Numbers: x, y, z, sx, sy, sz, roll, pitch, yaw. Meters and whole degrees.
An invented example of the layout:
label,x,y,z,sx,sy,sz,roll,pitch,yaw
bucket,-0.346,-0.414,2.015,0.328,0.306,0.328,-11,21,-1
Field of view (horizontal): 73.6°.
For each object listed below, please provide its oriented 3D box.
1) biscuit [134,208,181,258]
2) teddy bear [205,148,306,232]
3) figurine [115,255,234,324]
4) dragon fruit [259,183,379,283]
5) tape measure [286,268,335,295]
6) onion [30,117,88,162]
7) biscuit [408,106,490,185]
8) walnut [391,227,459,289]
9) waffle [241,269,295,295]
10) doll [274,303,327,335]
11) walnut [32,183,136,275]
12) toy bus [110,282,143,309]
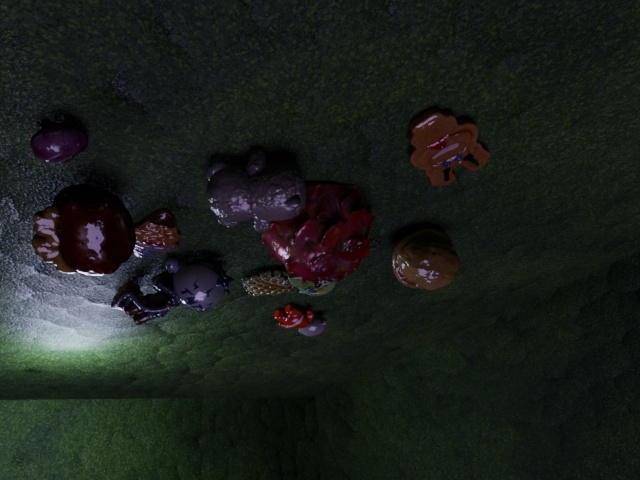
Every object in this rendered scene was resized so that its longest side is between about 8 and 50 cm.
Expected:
label,x,y,z,sx,sy,sz,roll,pitch,yaw
biscuit,-0.532,-0.013,1.372,0.183,0.043,0.280,9,147,-35
teddy bear,-0.170,-0.127,1.158,0.267,0.151,0.236,-2,114,9
figurine,-0.504,0.181,1.549,0.381,0.186,0.261,-20,139,6
dragon fruit,0.000,0.000,1.374,0.370,0.249,0.386,-27,148,17
tape measure,-0.023,0.148,1.727,0.199,0.106,0.175,-12,138,3
onion,-0.584,-0.224,0.952,0.115,0.104,0.115,-31,-173,4
biscuit,0.361,-0.261,1.230,0.202,0.047,0.333,-26,145,25
walnut,0.391,0.070,1.620,0.256,0.224,0.257,-5,110,-15
waffle,-0.210,0.179,1.757,0.207,0.054,0.214,-5,151,3
doll,-0.078,0.406,2.147,0.199,0.105,0.336,-30,136,27
walnut,-0.634,-0.027,1.148,0.243,0.222,0.269,-9,135,-19
toy bus,-0.738,0.213,1.636,0.069,0.074,0.162,25,136,-36
